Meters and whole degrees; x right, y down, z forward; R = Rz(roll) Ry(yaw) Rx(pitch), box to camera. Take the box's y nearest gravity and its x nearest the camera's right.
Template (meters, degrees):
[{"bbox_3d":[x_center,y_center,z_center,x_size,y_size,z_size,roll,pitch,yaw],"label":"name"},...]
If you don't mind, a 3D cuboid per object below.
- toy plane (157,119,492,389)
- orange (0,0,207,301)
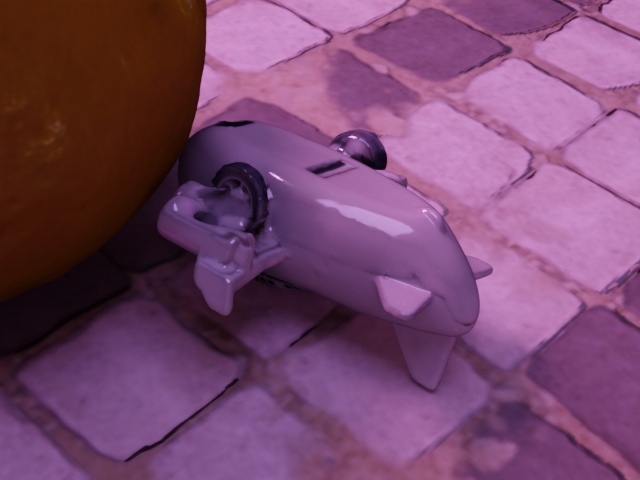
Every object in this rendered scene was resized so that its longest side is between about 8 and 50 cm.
[{"bbox_3d":[0.001,-0.003,0.524,0.174,0.080,0.174,15,27,-8],"label":"toy plane"},{"bbox_3d":[-0.186,-0.100,0.484,0.279,0.235,0.279,-1,48,1],"label":"orange"}]
